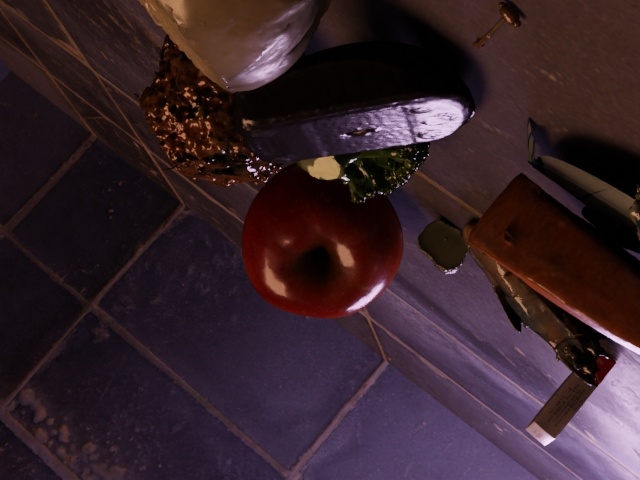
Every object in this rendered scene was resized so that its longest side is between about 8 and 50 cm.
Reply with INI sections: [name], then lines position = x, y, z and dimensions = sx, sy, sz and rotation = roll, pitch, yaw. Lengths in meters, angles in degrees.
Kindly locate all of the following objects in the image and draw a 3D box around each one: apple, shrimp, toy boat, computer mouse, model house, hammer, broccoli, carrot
[apple]
position = 0.000, 0.000, 1.909
dimensions = 0.260, 0.260, 0.216
rotation = 43, -167, -12
[shrimp]
position = 0.296, 0.088, 1.729
dimensions = 0.289, 0.075, 0.178
rotation = 42, 177, -9
[toy boat]
position = 0.323, -0.020, 1.229
dimensions = 0.210, 0.070, 0.291
rotation = 46, 177, -31
[computer mouse]
position = 0.035, -0.163, 1.325
dimensions = 0.170, 0.269, 0.100
rotation = 60, -157, -73
[model house]
position = 0.188, 0.016, 1.813
dimensions = 0.078, 0.066, 0.083
rotation = 40, 171, 13
[hammer]
position = 0.169, -0.205, 1.152
dimensions = 0.029, 0.014, 0.123
rotation = 50, 172, -1
[broccoli]
position = 0.049, -0.138, 1.484
dimensions = 0.195, 0.156, 0.195
rotation = 21, 126, 31
[carrot]
position = 0.307, 0.048, 1.260
dimensions = 0.307, 0.100, 0.258
rotation = 36, -170, 21

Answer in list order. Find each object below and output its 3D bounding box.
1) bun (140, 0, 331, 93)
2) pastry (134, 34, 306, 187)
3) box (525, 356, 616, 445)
[bun]
position = -0.114, -0.318, 1.174
dimensions = 0.360, 0.211, 0.360
rotation = 49, 178, 2
[pastry]
position = -0.108, -0.187, 1.565
dimensions = 0.193, 0.275, 0.275
rotation = 29, 164, 38
[box]
position = 0.379, 0.237, 1.798
dimensions = 0.048, 0.152, 0.100
rotation = 42, 170, 10
